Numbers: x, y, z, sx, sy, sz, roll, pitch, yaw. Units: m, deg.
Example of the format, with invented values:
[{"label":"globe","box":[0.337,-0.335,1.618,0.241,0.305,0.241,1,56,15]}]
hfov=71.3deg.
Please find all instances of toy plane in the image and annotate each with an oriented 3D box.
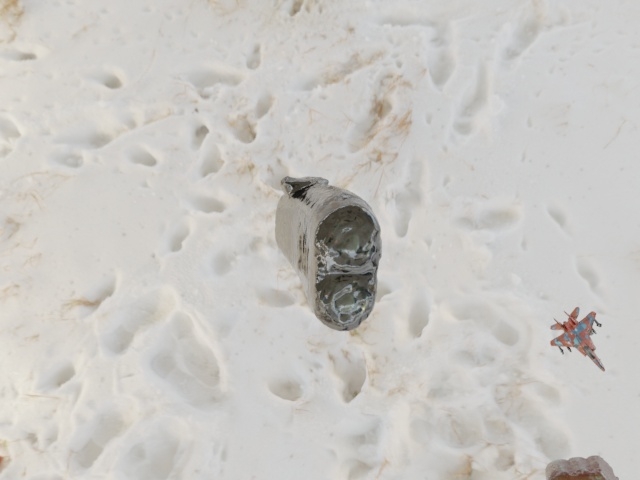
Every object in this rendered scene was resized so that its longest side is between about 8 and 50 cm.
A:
[{"label":"toy plane","box":[0.615,0.239,1.043,0.130,0.061,0.189,-46,27,21]}]

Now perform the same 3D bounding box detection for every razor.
[{"label":"razor","box":[0.004,0.000,0.718,0.107,0.327,0.189,0,107,-16]}]

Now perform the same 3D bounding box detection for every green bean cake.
[{"label":"green bean cake","box":[0.609,0.590,0.962,0.198,0.097,0.232,-20,82,21]}]
